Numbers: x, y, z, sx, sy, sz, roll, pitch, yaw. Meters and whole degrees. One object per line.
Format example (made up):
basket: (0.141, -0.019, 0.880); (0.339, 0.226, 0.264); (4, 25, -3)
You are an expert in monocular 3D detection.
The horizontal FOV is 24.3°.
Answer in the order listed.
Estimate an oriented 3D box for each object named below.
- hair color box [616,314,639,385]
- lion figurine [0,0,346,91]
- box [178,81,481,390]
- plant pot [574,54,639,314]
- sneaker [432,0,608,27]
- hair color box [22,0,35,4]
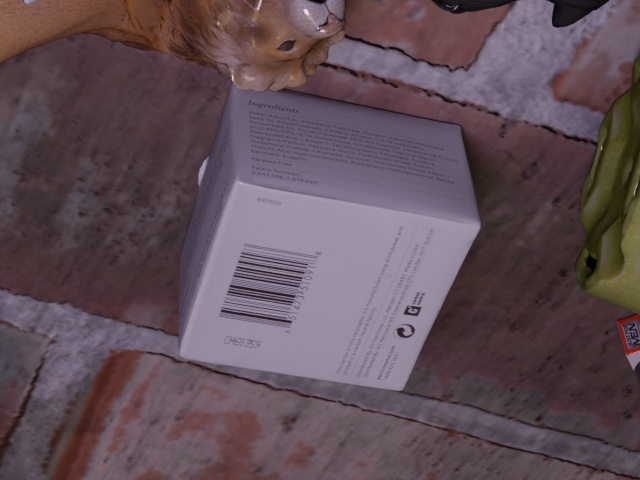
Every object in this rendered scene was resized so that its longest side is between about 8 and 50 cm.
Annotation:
hair color box: (0.328, 0.080, 1.244); (0.141, 0.043, 0.072); (-20, 132, 15)
lion figurine: (-0.177, -0.160, 0.880); (0.392, 0.142, 0.240); (-17, 129, -9)
box: (0.000, 0.000, 1.093); (0.182, 0.119, 0.181); (9, 131, -14)
plant pot: (0.323, -0.019, 1.031); (0.254, 0.276, 0.276); (15, 131, -2)
sneaker: (0.078, -0.206, 0.923); (0.286, 0.109, 0.130); (18, 135, -17)
hair color box: (-0.014, -0.260, 0.724); (0.347, 0.105, 0.174); (-26, 161, -19)
